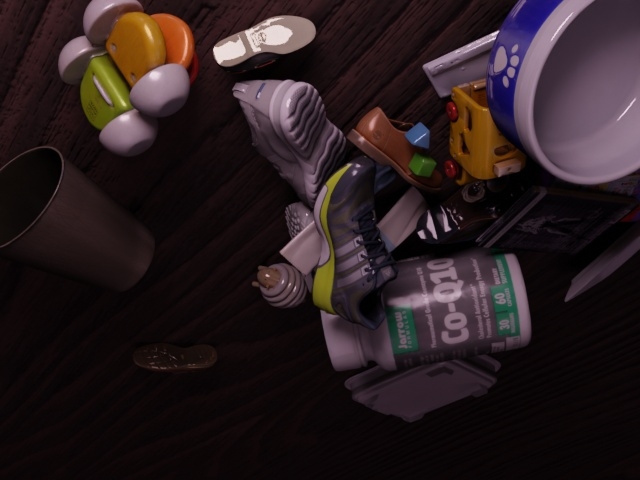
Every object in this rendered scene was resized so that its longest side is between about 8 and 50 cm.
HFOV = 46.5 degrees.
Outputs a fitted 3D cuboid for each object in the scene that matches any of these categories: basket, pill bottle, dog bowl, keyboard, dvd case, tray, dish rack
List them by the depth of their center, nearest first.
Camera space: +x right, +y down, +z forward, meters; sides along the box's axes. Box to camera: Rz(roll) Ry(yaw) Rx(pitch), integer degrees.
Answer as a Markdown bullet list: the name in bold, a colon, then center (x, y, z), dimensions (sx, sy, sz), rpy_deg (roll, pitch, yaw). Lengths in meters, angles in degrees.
- **dog bowl**: center (0.346, -0.209, 0.931), dimensions (0.265, 0.104, 0.264), rpy_deg (-10, 123, -17)
- **keyboard**: center (0.269, -0.267, 1.009), dimensions (0.256, 0.014, 0.072), rpy_deg (-21, 148, 20)
- **basket**: center (-0.377, -0.017, 1.139), dimensions (0.204, 0.154, 0.227), rpy_deg (-26, 144, 22)
- **dvd case**: center (0.396, -0.030, 1.248), dimensions (0.221, 0.018, 0.164), rpy_deg (4, 147, -24)
- **pill bottle**: center (0.190, 0.130, 1.388), dimensions (0.361, 0.204, 0.204), rpy_deg (-12, 145, 5)
- **tray**: center (0.571, 0.016, 1.407), dimensions (0.145, 0.030, 0.270), rpy_deg (-23, 156, -35)
- **dish rack**: center (0.258, 0.362, 1.849), dimensions (0.333, 0.072, 0.286), rpy_deg (-30, 139, 31)

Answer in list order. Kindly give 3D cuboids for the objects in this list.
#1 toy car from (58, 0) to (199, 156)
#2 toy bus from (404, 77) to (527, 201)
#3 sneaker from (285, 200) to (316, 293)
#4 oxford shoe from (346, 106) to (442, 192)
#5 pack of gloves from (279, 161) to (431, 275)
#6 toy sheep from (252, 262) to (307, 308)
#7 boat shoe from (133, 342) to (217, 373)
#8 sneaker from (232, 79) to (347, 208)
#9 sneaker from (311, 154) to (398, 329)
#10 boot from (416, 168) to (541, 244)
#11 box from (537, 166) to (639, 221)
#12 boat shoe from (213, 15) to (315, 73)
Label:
- **toy car**: center (-0.221, -0.206, 0.920), dimensions (0.182, 0.159, 0.136), rpy_deg (-41, 169, 38)
- **toy bus**: center (0.244, -0.132, 1.063), dimensions (0.202, 0.104, 0.191), rpy_deg (24, 113, -36)
- **sneaker**: center (0.000, 0.000, 1.292), dimensions (0.095, 0.090, 0.235), rpy_deg (-18, 149, -5)
- **oxford shoe**: center (0.133, -0.133, 1.128), dimensions (0.212, 0.076, 0.076), rpy_deg (28, 103, -46)
- **pack of gloves**: center (0.056, -0.025, 1.234), dimensions (0.232, 0.046, 0.195), rpy_deg (-47, 134, 0)
- **toy sheep**: center (-0.070, 0.086, 1.388), dimensions (0.091, 0.091, 0.132), rpy_deg (-28, 144, 27)
- **boat shoe**: center (-0.316, 0.263, 1.613), dimensions (0.178, 0.064, 0.060), rpy_deg (3, 142, -18)
- **sneaker**: center (-0.040, -0.147, 1.078), dimensions (0.115, 0.105, 0.281), rpy_deg (22, 159, 22)
- **sneaker**: center (0.065, 0.008, 1.134), dimensions (0.111, 0.121, 0.299), rpy_deg (-33, 138, -36)
- **boot**: center (0.271, -0.055, 1.279), dimensions (0.219, 0.082, 0.106), rpy_deg (-24, 167, 10)
- **box**: center (0.468, -0.133, 1.190), dimensions (0.201, 0.057, 0.293), rpy_deg (-2, 145, -6)
- **boat shoe**: center (-0.071, -0.250, 0.949), dimensions (0.133, 0.048, 0.042), rpy_deg (-18, 177, 1)
